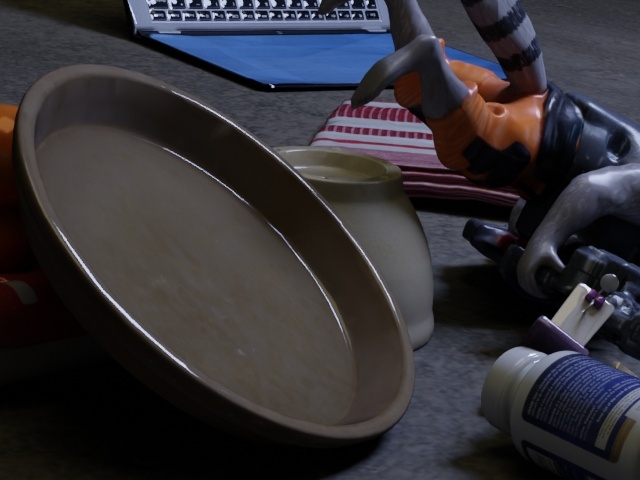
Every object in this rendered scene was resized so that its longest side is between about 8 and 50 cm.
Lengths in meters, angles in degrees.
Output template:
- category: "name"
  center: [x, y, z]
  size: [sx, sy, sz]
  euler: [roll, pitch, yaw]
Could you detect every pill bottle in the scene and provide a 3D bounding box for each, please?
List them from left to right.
- category: "pill bottle"
  center: [0.146, 0.099, 1.078]
  size: [0.067, 0.067, 0.120]
  euler: [-6, 20, -39]

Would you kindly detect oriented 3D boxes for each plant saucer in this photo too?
- category: "plant saucer"
  center: [-0.063, 0.012, 1.118]
  size: [0.278, 0.041, 0.278]
  euler: [35, 26, -19]

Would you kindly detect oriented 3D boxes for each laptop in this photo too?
- category: "laptop"
  center: [-0.012, -0.326, 2.275]
  size: [0.382, 0.408, 0.236]
  euler: [-4, -15, -36]

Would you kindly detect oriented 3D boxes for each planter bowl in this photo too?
- category: "planter bowl"
  center: [0.000, 0.000, 1.301]
  size: [0.162, 0.109, 0.162]
  euler: [6, 16, -2]

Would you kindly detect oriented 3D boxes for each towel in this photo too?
- category: "towel"
  center: [0.114, -0.079, 1.784]
  size: [0.237, 0.037, 0.329]
  euler: [6, 13, 6]

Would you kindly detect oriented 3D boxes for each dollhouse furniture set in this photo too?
- category: "dollhouse furniture set"
  center: [0.175, 0.080, 1.167]
  size: [0.114, 0.091, 0.081]
  euler: [38, 53, 9]

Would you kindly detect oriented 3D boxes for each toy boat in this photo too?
- category: "toy boat"
  center: [-0.191, -0.005, 1.156]
  size: [0.151, 0.151, 0.231]
  euler: [18, 19, 37]

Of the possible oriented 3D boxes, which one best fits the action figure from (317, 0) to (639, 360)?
- category: "action figure"
  center: [0.166, -0.049, 1.323]
  size: [0.330, 0.178, 0.341]
  euler: [35, 3, -21]
